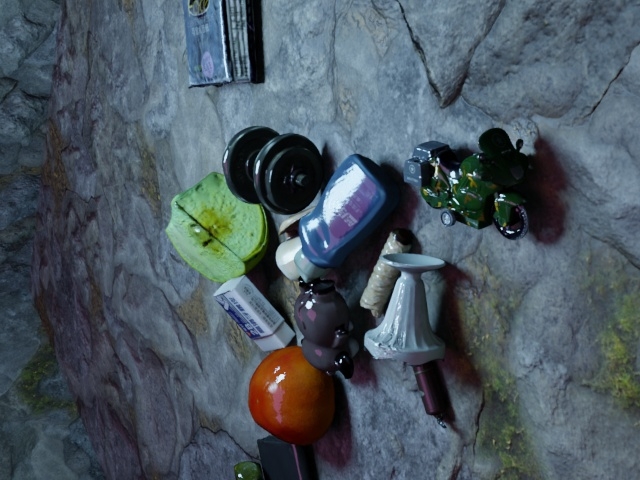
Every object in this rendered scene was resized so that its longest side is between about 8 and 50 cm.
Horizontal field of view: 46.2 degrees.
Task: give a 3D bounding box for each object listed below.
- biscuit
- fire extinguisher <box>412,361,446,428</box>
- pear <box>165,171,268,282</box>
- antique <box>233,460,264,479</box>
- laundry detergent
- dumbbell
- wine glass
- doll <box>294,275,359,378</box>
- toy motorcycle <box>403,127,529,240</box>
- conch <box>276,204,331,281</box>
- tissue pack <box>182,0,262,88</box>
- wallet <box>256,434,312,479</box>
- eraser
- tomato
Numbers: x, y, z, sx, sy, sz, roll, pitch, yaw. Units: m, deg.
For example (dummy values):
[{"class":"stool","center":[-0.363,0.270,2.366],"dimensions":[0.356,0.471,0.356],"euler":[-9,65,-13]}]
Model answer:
[{"class":"biscuit","center":[0.139,0.071,1.584],"dimensions":[0.061,0.055,0.219],"euler":[43,131,27]},{"class":"fire extinguisher","center":[0.222,0.305,1.536],"dimensions":[0.078,0.045,0.157],"euler":[113,140,-78]},{"class":"pear","center":[-0.272,-0.018,2.034],"dimensions":[0.286,0.176,0.282],"euler":[40,148,5]},{"class":"antique","center":[-0.193,0.687,2.097],"dimensions":[0.221,0.080,0.081],"euler":[93,162,-53]},{"class":"laundry detergent","center":[0.036,-0.036,1.586],"dimensions":[0.143,0.094,0.290],"euler":[45,111,18]},{"class":"dumbbell","center":[-0.112,-0.166,1.766],"dimensions":[0.290,0.192,0.192],"euler":[22,115,52]},{"class":"wine glass","center":[0.173,0.130,1.475],"dimensions":[0.165,0.164,0.197],"euler":[15,102,52]},{"class":"doll","center":[0.008,0.197,1.706],"dimensions":[0.182,0.117,0.257],"euler":[27,139,52]},{"class":"toy motorcycle","center":[0.259,-0.115,1.321],"dimensions":[0.274,0.124,0.187],"euler":[26,127,49]},{"class":"conch","center":[0.005,0.001,1.730],"dimensions":[0.255,0.127,0.158],"euler":[-30,71,26]},{"class":"tissue pack","center":[-0.266,-0.582,1.947],"dimensions":[0.259,0.122,0.361],"euler":[15,112,56]},{"class":"wallet","center":[-0.066,0.731,2.020],"dimensions":[0.228,0.062,0.406],"euler":[-19,83,55]},{"class":"eraser","center":[-0.174,0.194,1.964],"dimensions":[0.210,0.068,0.124],"euler":[50,145,-13]},{"class":"tomato","center":[-0.076,0.380,1.853],"dimensions":[0.259,0.180,0.260],"euler":[13,105,54]}]
